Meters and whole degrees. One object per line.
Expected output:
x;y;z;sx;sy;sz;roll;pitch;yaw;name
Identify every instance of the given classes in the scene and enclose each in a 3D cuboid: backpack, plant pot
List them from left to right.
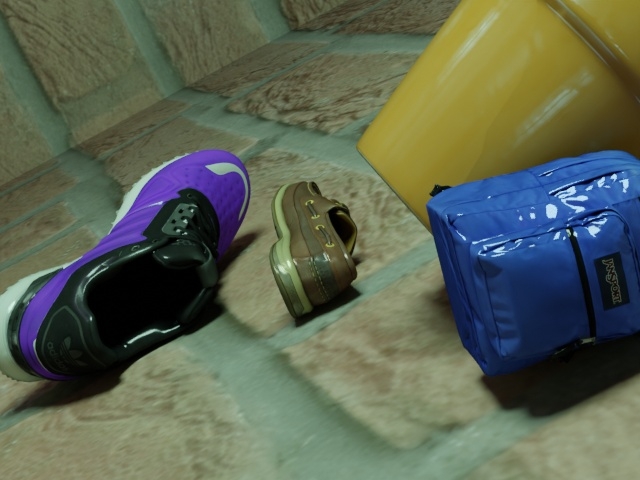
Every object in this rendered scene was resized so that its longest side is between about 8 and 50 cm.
0.132;-0.070;0.776;0.188;0.205;0.205;-43;14;4;plant pot
0.128;0.013;0.659;0.120;0.097;0.101;-16;18;-4;backpack

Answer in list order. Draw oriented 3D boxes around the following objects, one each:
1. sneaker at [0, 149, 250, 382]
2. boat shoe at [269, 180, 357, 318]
-0.124;0.019;1.078;0.146;0.102;0.293;-6;30;44;sneaker
0.000;0.000;0.988;0.060;0.064;0.178;-20;22;7;boat shoe
